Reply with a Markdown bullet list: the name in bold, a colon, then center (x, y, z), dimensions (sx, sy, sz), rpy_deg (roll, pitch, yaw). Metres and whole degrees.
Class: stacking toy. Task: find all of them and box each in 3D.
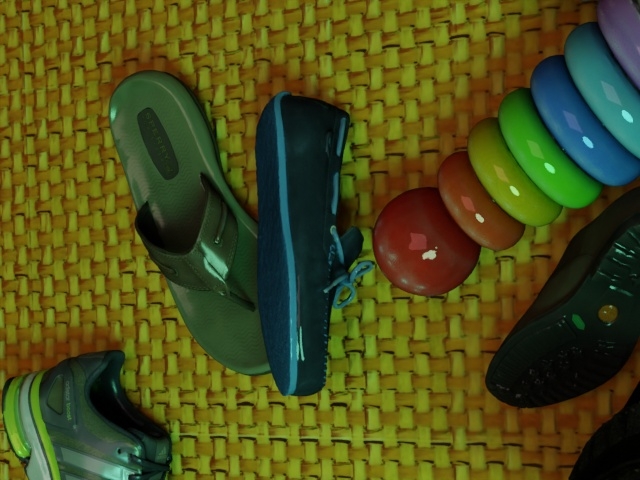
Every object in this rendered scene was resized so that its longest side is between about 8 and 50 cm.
- **stacking toy**: center (0.174, -0.069, 0.947), dimensions (0.330, 0.141, 0.141), rpy_deg (-38, 75, 27)

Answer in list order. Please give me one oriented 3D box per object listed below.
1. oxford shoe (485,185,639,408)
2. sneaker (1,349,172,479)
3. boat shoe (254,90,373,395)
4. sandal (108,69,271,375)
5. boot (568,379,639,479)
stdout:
- **oxford shoe**: center (0.210, 0.047, 0.951), dimensions (0.083, 0.096, 0.227), rpy_deg (31, 124, -12)
- **sneaker**: center (-0.184, 0.235, 1.114), dimensions (0.121, 0.111, 0.300), rpy_deg (-32, 80, 17)
- **boat shoe**: center (0.000, 0.000, 1.016), dimensions (0.109, 0.089, 0.258), rpy_deg (162, 109, -68)
- **sandal**: center (-0.120, -0.011, 1.088), dimensions (0.120, 0.086, 0.303), rpy_deg (-33, 82, 22)
- **boot**: center (0.257, 0.131, 0.824), dimensions (0.131, 0.260, 0.348), rpy_deg (33, 103, 21)
